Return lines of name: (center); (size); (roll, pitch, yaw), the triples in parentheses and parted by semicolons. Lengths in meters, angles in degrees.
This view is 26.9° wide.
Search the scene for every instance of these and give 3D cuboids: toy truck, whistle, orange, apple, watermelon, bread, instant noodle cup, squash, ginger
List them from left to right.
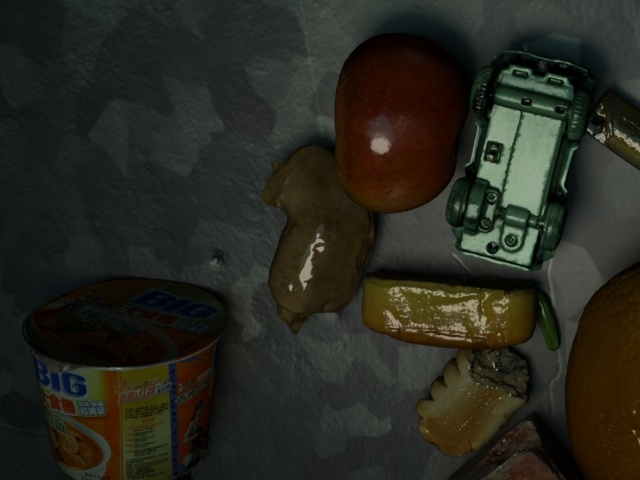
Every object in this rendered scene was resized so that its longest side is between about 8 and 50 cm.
instant noodle cup: (-0.274, 0.209, 1.927); (0.296, 0.296, 0.214); (6, 113, 15)
ginger: (0.000, 0.000, 1.867); (0.152, 0.138, 0.267); (1, 90, 30)
apple: (0.108, -0.154, 1.761); (0.173, 0.210, 0.235); (3, 101, 8)
bread: (0.176, 0.093, 1.851); (0.245, 0.102, 0.094); (4, 105, 14)
bread: (0.210, 0.220, 1.873); (0.119, 0.084, 0.177); (37, 110, -8)
watermelon: (0.267, 0.365, 1.822); (0.310, 0.193, 0.232); (0, 99, 9)
toy truck: (0.263, -0.106, 1.753); (0.155, 0.156, 0.279); (15, 105, 13)
squash: (0.313, 0.112, 1.855); (0.027, 0.027, 0.089); (-20, 97, 19)
orange: (0.459, 0.190, 1.673); (0.322, 0.322, 0.357); (-5, 94, 17)
whistle: (0.487, -0.076, 1.746); (0.326, 0.057, 0.068); (37, 109, 6)

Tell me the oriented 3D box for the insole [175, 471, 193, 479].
insole: (-0.217, 0.381, 2.078); (0.053, 0.002, 0.153); (-9, 99, 18)
